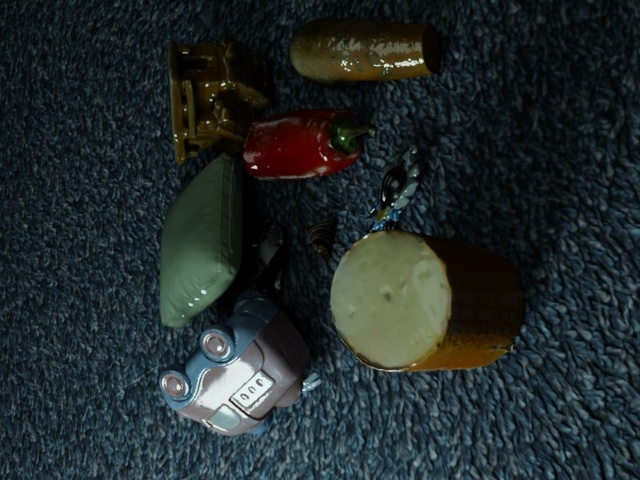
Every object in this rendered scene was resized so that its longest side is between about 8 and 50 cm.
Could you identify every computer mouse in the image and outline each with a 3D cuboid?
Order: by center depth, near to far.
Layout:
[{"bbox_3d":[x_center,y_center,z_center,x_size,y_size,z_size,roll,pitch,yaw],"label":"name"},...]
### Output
[{"bbox_3d":[-0.144,0.062,1.999,0.146,0.077,0.241,27,100,32],"label":"computer mouse"}]

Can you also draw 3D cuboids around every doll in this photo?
[{"bbox_3d":[0.141,-0.089,1.826,0.096,0.070,0.195,36,110,49],"label":"doll"}]

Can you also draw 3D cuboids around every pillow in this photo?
[{"bbox_3d":[-0.244,-0.003,1.992,0.255,0.120,0.322,-41,39,38],"label":"pillow"}]

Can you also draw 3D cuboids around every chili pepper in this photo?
[{"bbox_3d":[0.013,-0.195,1.888,0.338,0.131,0.134,-9,55,37],"label":"chili pepper"}]

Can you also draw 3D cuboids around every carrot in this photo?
[{"bbox_3d":[0.078,-0.367,1.864,0.302,0.139,0.138,1,85,33],"label":"carrot"}]

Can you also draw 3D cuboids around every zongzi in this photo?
[{"bbox_3d":[0.000,0.000,1.910,0.067,0.073,0.083,-12,78,15],"label":"zongzi"}]

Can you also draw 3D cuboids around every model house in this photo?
[{"bbox_3d":[-0.206,-0.293,2.018,0.229,0.219,0.199,-9,64,-12],"label":"model house"}]

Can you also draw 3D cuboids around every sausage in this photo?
[{"bbox_3d":[0.184,0.105,1.641,0.233,0.287,0.233,-5,81,34],"label":"sausage"}]

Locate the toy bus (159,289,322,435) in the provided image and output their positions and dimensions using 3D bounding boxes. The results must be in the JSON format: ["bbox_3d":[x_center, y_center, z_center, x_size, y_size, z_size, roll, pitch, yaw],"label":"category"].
[{"bbox_3d":[-0.152,0.261,1.905,0.232,0.197,0.294,45,116,-1],"label":"toy bus"}]
